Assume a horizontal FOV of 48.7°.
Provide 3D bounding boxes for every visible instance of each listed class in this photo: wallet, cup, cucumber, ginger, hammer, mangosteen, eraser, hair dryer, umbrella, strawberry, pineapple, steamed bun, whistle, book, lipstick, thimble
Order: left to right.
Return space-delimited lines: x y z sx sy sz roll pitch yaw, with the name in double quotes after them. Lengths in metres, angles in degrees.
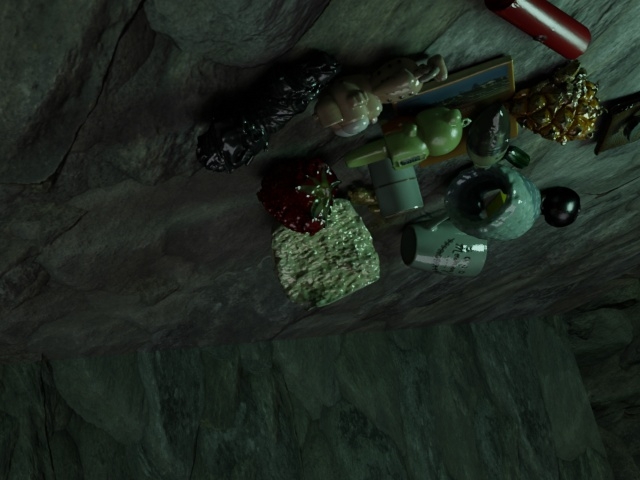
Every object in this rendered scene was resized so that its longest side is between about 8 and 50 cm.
-0.115 -0.256 1.373 0.337 0.128 0.154 -37 171 34 "umbrella"
-0.057 -0.111 1.713 0.202 0.186 0.184 9 -166 26 "strawberry"
0.000 0.000 1.964 0.291 0.273 0.272 -12 116 -7 "steamed bun"
0.162 -0.119 1.964 0.176 0.052 0.193 -11 167 -2 "ginger"
0.208 -0.151 1.821 0.108 0.173 0.357 -14 178 15 "hair dryer"
0.189 -0.220 1.552 0.289 0.106 0.131 -16 162 7 "whistle"
0.395 -0.010 2.244 0.234 0.186 0.258 4 126 -17 "cup"
0.324 -0.285 1.648 0.263 0.028 0.374 -16 159 12 "book"
0.465 -0.104 1.946 0.250 0.204 0.172 -7 168 42 "thimble"
0.567 -0.086 2.201 0.045 0.097 0.122 -6 157 -14 "eraser"
0.516 -0.225 1.885 0.048 0.048 0.105 -26 152 33 "cucumber"
0.410 -0.410 1.317 0.280 0.073 0.073 10 151 -42 "lipstick"
0.736 -0.108 2.220 0.151 0.137 0.137 17 171 25 "mangosteen"
0.564 -0.305 1.576 0.250 0.139 0.164 -4 151 -30 "pineapple"
0.789 -0.304 1.834 0.133 0.039 0.243 -22 160 5 "wallet"
0.891 -0.307 1.837 0.288 0.033 0.111 -9 152 -34 "hammer"

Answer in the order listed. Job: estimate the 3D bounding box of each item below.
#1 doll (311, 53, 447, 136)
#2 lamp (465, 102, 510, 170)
0.114 -0.290 1.393 0.278 0.119 0.154 -20 -170 14 "doll"
0.390 -0.239 1.645 0.101 0.101 0.250 -12 155 1 "lamp"
